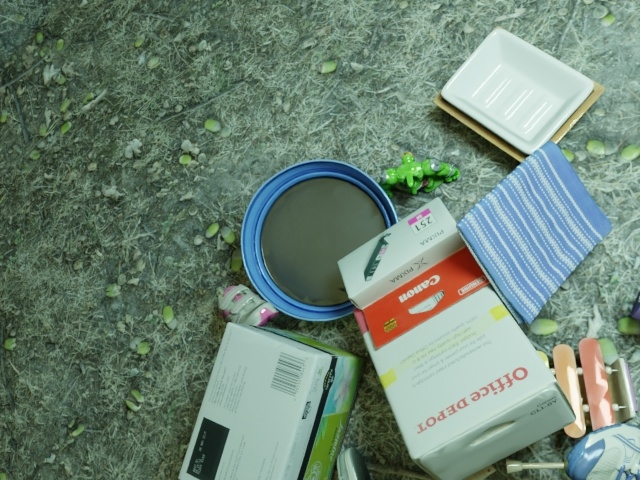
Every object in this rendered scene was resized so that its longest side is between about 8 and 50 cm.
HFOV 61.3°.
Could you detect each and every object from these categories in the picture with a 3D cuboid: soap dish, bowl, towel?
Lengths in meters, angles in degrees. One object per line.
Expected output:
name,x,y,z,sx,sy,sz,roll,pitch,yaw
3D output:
soap dish,0.444,-0.321,1.236,0.291,0.118,0.229,43,96,24
bowl,0.000,0.000,1.324,0.391,0.077,0.391,-1,85,11
towel,0.436,-0.026,1.073,0.336,0.040,0.243,-38,97,-26

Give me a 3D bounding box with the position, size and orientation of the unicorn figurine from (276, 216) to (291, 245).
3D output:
unicorn figurine,-0.070,-0.037,1.407,0.162,0.060,0.111,-24,71,15

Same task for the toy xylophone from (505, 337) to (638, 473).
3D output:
toy xylophone,0.454,0.332,1.077,0.323,0.081,0.236,-14,56,16

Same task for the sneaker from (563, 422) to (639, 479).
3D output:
sneaker,0.576,0.400,0.936,0.297,0.131,0.111,1,117,-13

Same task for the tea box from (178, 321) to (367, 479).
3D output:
tea box,-0.085,0.375,1.175,0.220,0.323,0.329,15,85,25

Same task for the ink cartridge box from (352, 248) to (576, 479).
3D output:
ink cartridge box,0.262,0.233,1.070,0.279,0.160,0.384,-33,37,11

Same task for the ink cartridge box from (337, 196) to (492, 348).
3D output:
ink cartridge box,0.183,0.062,1.131,0.275,0.060,0.239,-33,35,12

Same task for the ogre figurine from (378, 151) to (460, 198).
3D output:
ogre figurine,0.223,-0.151,1.285,0.197,0.118,0.096,8,81,22

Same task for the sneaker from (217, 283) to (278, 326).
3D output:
sneaker,-0.193,0.165,1.312,0.103,0.252,0.111,-36,101,-29

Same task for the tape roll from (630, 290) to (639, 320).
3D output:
tape roll,0.669,0.078,1.017,0.080,0.189,0.189,26,89,24

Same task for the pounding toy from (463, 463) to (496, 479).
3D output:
pounding toy,0.302,0.412,1.131,0.100,0.141,0.130,-40,82,9

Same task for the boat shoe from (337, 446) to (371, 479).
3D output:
boat shoe,0.067,0.622,1.176,0.103,0.118,0.320,-10,81,15
